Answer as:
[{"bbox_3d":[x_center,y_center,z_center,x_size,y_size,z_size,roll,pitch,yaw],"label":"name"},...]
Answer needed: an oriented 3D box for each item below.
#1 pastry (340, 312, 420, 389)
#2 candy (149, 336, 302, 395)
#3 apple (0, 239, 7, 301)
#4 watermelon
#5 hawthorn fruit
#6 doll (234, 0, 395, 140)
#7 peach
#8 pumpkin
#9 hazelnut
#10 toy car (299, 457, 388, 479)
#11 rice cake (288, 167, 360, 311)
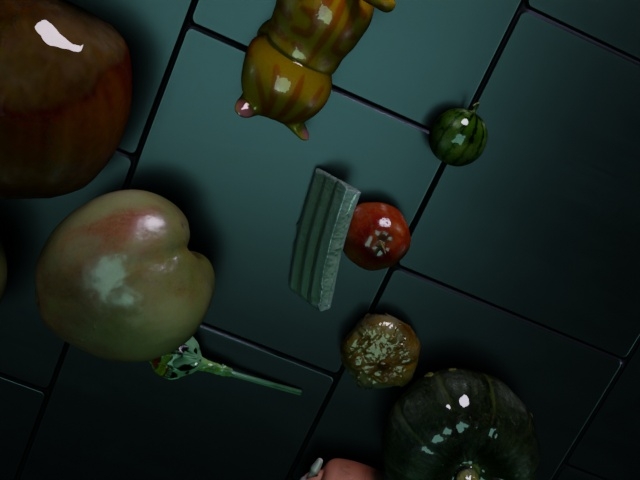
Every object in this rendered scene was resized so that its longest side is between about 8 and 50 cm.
[{"bbox_3d":[0.111,0.207,1.408,0.153,0.081,0.153,0,97,0],"label":"pastry"},{"bbox_3d":[-0.173,0.241,1.427,0.305,0.083,0.091,18,90,-15],"label":"candy"},{"bbox_3d":[-0.660,0.055,1.258,0.262,0.262,0.262,0,108,-1],"label":"apple"},{"bbox_3d":[0.235,-0.179,1.281,0.109,0.109,0.109,0,108,-1],"label":"watermelon"},{"bbox_3d":[0.099,-0.011,1.318,0.125,0.140,0.125,2,71,-6],"label":"hawthorn fruit"},{"bbox_3d":[-0.023,-0.312,1.202,0.166,0.162,0.270,21,117,-23],"label":"doll"},{"bbox_3d":[-0.328,0.065,1.265,0.292,0.247,0.292,-8,111,-22],"label":"peach"},{"bbox_3d":[0.258,0.385,1.400,0.300,0.207,0.300,0,108,-1],"label":"pumpkin"},{"bbox_3d":[-0.474,-0.225,1.147,0.365,0.366,0.366,0,108,-1],"label":"hazelnut"},{"bbox_3d":[0.031,0.555,1.474,0.212,0.180,0.270,26,105,2],"label":"toy car"},{"bbox_3d":[0.000,0.000,1.324,0.043,0.127,0.237,4,108,-31],"label":"rice cake"}]
